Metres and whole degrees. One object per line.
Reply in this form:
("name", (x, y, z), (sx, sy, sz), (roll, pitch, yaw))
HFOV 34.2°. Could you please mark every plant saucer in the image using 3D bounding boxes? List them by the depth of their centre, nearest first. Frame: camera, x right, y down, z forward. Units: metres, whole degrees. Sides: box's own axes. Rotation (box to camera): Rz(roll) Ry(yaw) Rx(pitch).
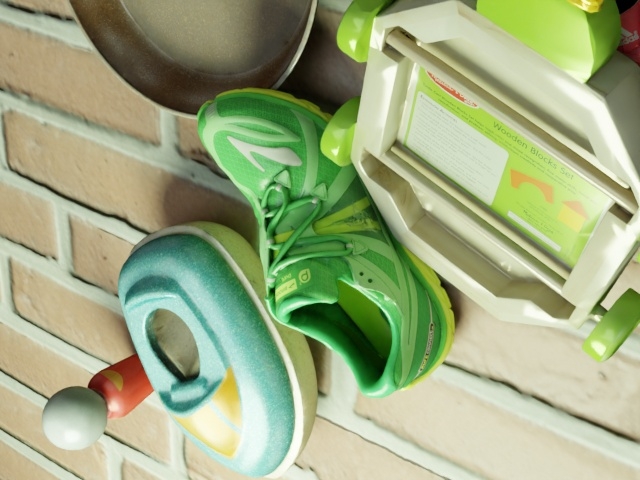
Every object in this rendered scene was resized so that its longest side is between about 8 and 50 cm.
("plant saucer", (-0.113, -0.257, 0.878), (0.311, 0.050, 0.310), (17, 120, 32))

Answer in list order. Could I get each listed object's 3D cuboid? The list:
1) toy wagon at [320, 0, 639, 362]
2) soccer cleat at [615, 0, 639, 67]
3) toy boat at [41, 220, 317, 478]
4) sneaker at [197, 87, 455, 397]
("toy wagon", (0.128, -0.070, 0.686), (0.267, 0.068, 0.344), (38, 151, 18))
("soccer cleat", (0.212, -0.112, 0.653), (0.083, 0.095, 0.248), (-17, 99, 43))
("toy boat", (-0.149, 0.135, 1.034), (0.318, 0.148, 0.267), (-25, 95, 43))
("sneaker", (0.000, 0.000, 0.849), (0.109, 0.123, 0.295), (-35, 94, 40))
